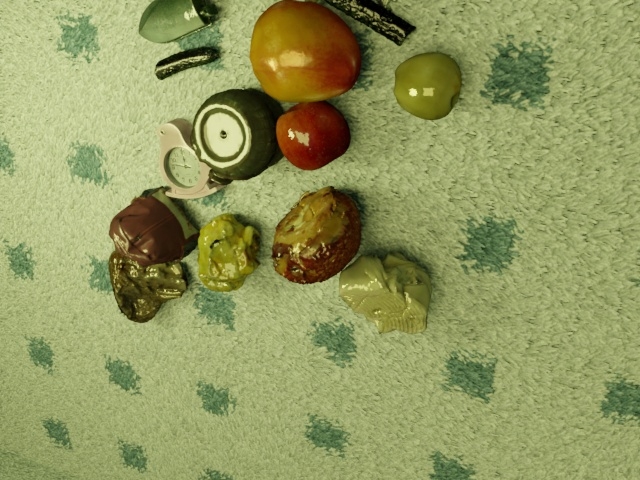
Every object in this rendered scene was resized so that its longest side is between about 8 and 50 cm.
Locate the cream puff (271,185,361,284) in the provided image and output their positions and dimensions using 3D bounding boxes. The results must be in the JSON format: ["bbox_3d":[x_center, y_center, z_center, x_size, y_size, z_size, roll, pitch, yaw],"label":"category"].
[{"bbox_3d":[-0.004,0.003,1.840,0.350,0.350,0.229,-26,119,29],"label":"cream puff"}]

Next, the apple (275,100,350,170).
[{"bbox_3d":[-0.022,-0.321,1.761,0.218,0.218,0.201,-18,112,28],"label":"apple"}]

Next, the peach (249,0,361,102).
[{"bbox_3d":[-0.035,-0.533,1.638,0.308,0.289,0.289,0,112,32],"label":"peach"}]

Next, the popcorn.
[{"bbox_3d":[-0.333,0.045,2.056,0.252,0.215,0.286,12,112,24],"label":"popcorn"}]

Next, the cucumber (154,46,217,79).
[{"bbox_3d":[-0.443,-0.594,1.908,0.245,0.067,0.067,-11,107,24],"label":"cucumber"}]

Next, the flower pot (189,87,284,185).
[{"bbox_3d":[-0.264,-0.332,1.846,0.301,0.213,0.302,9,110,25],"label":"flower pot"}]

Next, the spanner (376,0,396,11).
[{"bbox_3d":[0.103,-0.765,1.631,0.302,0.017,0.071,45,121,0],"label":"spanner"}]

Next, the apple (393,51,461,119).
[{"bbox_3d":[0.301,-0.427,1.605,0.200,0.200,0.200,9,115,19],"label":"apple"}]

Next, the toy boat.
[{"bbox_3d":[-0.473,-0.716,1.852,0.319,0.092,0.141,-9,109,33],"label":"toy boat"}]

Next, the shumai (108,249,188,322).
[{"bbox_3d":[-0.673,0.155,2.303,0.283,0.217,0.346,-20,121,-4],"label":"shumai"}]

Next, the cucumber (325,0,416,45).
[{"bbox_3d":[0.124,-0.642,1.613,0.300,0.072,0.072,29,121,-6],"label":"cucumber"}]

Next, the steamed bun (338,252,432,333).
[{"bbox_3d":[0.222,0.153,1.878,0.275,0.206,0.320,-20,131,38],"label":"steamed bun"}]

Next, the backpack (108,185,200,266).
[{"bbox_3d":[-0.608,-0.023,2.076,0.283,0.317,0.197,48,122,-4],"label":"backpack"}]

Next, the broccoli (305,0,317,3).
[{"bbox_3d":[-0.137,-0.814,1.623,0.252,0.221,0.361,-26,104,-7],"label":"broccoli"}]

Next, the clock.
[{"bbox_3d":[-0.433,-0.288,2.026,0.290,0.080,0.275,0,112,22],"label":"clock"}]
